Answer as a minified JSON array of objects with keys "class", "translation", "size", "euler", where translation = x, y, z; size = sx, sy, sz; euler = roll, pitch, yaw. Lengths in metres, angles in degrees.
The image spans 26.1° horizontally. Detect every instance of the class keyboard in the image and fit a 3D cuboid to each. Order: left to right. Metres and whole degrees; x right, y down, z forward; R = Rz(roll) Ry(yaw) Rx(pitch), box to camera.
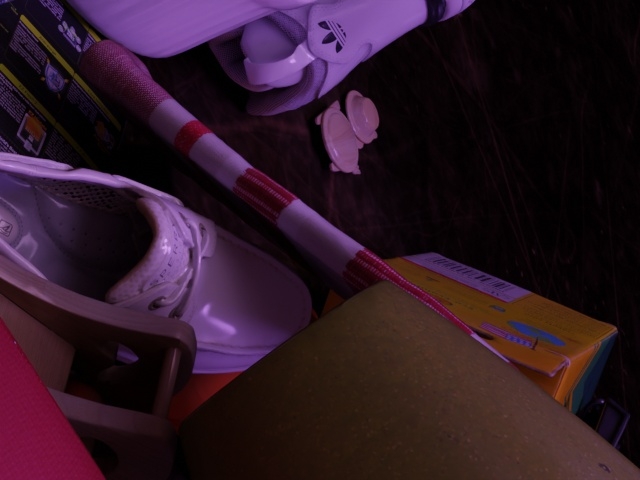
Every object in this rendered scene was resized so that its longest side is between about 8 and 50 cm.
[{"class":"keyboard","translation":[0.204,0.236,1.206],"size":[0.201,0.033,0.317],"euler":[-60,172,-37]}]

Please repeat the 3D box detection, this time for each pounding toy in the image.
[{"class":"pounding toy","translation":[-0.162,0.102,0.724],"size":[0.269,0.154,0.155],"euler":[49,36,-38]}]

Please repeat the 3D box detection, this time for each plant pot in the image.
[{"class":"plant pot","translation":[0.064,0.177,0.705],"size":[0.293,0.275,0.275],"euler":[54,27,6]}]

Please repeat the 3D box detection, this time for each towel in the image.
[{"class":"towel","translation":[0.000,0.000,0.913],"size":[0.329,0.037,0.237],"euler":[38,-3,13]}]

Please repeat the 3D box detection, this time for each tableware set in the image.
[{"class":"tableware set","translation":[0.013,-0.146,1.334],"size":[0.141,0.020,0.169],"euler":[-38,108,-60]}]

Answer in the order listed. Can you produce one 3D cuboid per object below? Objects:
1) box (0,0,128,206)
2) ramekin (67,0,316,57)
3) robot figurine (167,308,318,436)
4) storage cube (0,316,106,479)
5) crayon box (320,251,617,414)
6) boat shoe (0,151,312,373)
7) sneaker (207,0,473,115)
[{"class":"box","translation":[-0.204,-0.100,0.883],"size":[0.191,0.045,0.184],"euler":[50,33,-36]},{"class":"ramekin","translation":[-0.121,-0.266,0.988],"size":[0.277,0.135,0.277],"euler":[51,23,-32]},{"class":"robot figurine","translation":[-0.047,0.099,0.970],"size":[0.158,0.128,0.219],"euler":[-51,128,-17]},{"class":"storage cube","translation":[-0.215,0.140,0.567],"size":[0.193,0.183,0.215],"euler":[61,31,-18]},{"class":"crayon box","translation":[0.123,0.085,1.165],"size":[0.318,0.202,0.081],"euler":[-3,115,-69]},{"class":"boat shoe","translation":[-0.111,0.015,0.802],"size":[0.277,0.096,0.098],"euler":[18,72,-30]},{"class":"sneaker","translation":[-0.019,-0.233,1.210],"size":[0.137,0.210,0.366],"euler":[58,-4,-27]}]
